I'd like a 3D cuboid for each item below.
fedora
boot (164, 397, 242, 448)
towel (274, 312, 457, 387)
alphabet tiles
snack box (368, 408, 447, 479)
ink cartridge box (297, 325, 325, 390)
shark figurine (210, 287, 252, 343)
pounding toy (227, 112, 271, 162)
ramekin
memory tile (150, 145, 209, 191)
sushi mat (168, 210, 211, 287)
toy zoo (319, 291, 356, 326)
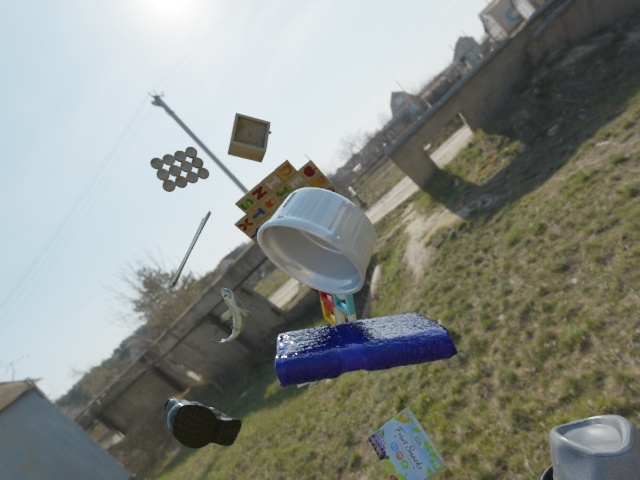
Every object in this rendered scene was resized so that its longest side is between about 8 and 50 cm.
[{"bbox_3d":[0.507,0.396,0.761,0.243,0.125,0.275,-20,-8,17],"label":"fedora"},{"bbox_3d":[-0.305,0.406,0.979,0.084,0.161,0.246,-67,-31,-21],"label":"boot"},{"bbox_3d":[0.069,0.205,0.794,0.307,0.077,0.227,-9,1,-4],"label":"towel"},{"bbox_3d":[-0.114,-0.113,1.468,0.342,0.285,0.011,-39,39,9],"label":"alphabet tiles"},{"bbox_3d":[0.287,0.706,1.429,0.174,0.207,0.070,-39,-39,6],"label":"snack box"},{"bbox_3d":[-0.024,0.320,1.151,0.089,0.143,0.092,-33,-16,29],"label":"ink cartridge box"},{"bbox_3d":[-0.353,0.339,1.813,0.116,0.166,0.279,-43,-32,-67],"label":"shark figurine"},{"bbox_3d":[-0.213,-0.322,1.331,0.100,0.129,0.141,136,143,-63],"label":"pounding toy"},{"bbox_3d":[0.000,0.000,1.035,0.135,0.277,0.277,-62,12,-28],"label":"ramekin"},{"bbox_3d":[-0.406,-0.208,1.240,0.148,0.113,0.012,-29,-5,-34],"label":"memory tile"},{"bbox_3d":[-0.505,0.036,1.656,0.151,0.019,0.317,-27,39,60],"label":"sushi mat"},{"bbox_3d":[0.062,0.236,1.604,0.030,0.294,0.192,-22,24,-29],"label":"toy zoo"}]
